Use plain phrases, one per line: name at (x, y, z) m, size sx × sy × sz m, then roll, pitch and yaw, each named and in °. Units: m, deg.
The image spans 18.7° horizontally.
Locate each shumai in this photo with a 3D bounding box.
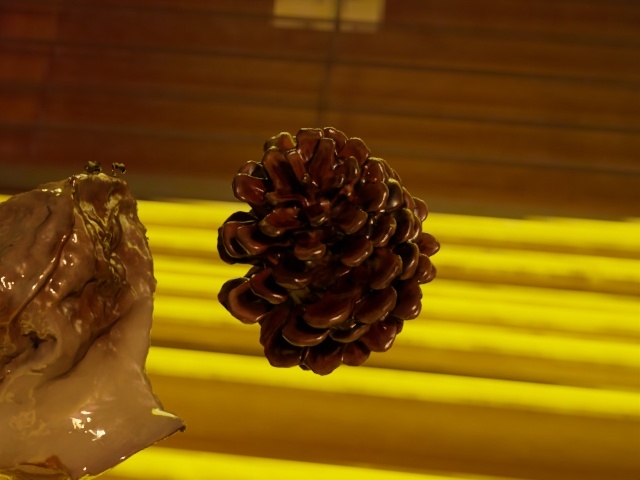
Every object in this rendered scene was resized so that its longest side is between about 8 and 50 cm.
shumai at (-0.112, 0.048, 0.810) m, size 0.116 × 0.145 × 0.145 m, roll 54°, pitch 179°, yaw 16°

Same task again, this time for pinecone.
pinecone at (0.004, -0.001, 0.829) m, size 0.109 × 0.102 × 0.102 m, roll 97°, pitch -175°, yaw -50°
